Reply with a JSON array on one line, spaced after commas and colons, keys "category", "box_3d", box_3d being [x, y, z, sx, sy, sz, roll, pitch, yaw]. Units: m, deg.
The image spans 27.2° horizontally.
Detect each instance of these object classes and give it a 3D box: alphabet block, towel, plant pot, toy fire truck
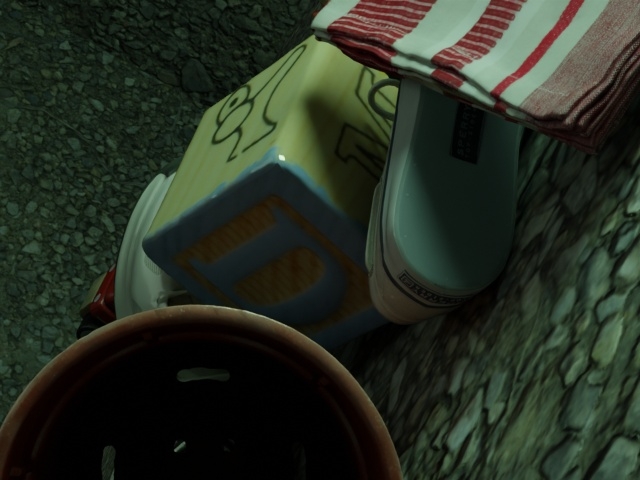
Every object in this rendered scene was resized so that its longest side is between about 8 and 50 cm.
[{"category": "alphabet block", "box_3d": [-0.011, -0.036, 1.190, 0.192, 0.193, 0.197, -28, 29, 37]}, {"category": "towel", "box_3d": [0.144, -0.209, 0.963, 0.237, 0.037, 0.329, -56, 39, -3]}, {"category": "plant pot", "box_3d": [-0.089, 0.183, 0.971, 0.272, 0.272, 0.265, -62, 2, -4]}, {"category": "toy fire truck", "box_3d": [-0.189, 0.115, 1.800, 0.246, 0.217, 0.158, -32, 27, 42]}]

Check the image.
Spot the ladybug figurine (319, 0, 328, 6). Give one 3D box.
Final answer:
[{"category": "ladybug figurine", "box_3d": [0.151, -0.415, 1.429, 0.449, 0.162, 0.305, -53, 54, 20]}]

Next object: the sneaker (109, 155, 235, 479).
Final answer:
[{"category": "sneaker", "box_3d": [-0.095, 0.144, 1.238, 0.257, 0.169, 0.447, -168, 83, -69]}]

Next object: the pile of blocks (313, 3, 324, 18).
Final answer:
[{"category": "pile of blocks", "box_3d": [0.065, -0.392, 2.152, 0.362, 0.112, 0.149, -64, 10, -12]}]

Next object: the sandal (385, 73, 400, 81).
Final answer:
[{"category": "sandal", "box_3d": [0.129, -0.167, 1.280, 0.303, 0.120, 0.086, -55, -16, 26]}]

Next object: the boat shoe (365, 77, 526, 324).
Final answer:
[{"category": "boat shoe", "box_3d": [0.110, -0.092, 1.093, 0.156, 0.136, 0.367, 130, 156, -61]}]
